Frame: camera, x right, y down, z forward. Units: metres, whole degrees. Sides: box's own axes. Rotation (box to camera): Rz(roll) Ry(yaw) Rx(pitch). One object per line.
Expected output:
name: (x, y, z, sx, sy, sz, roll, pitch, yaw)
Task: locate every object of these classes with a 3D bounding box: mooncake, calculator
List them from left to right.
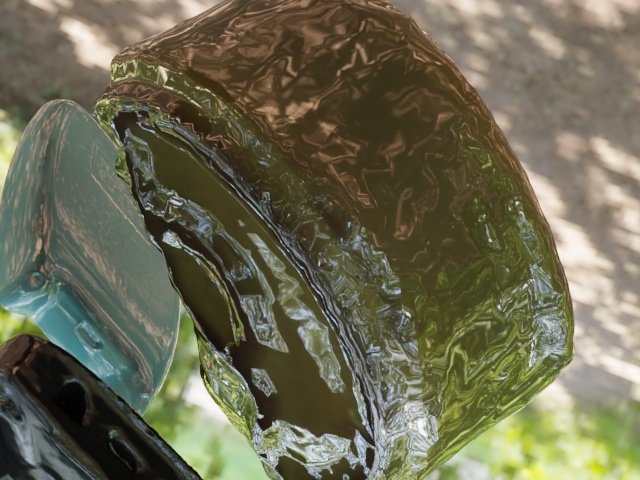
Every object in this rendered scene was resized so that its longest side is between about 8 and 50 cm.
calculator: (-0.224, 0.005, 1.820, 0.256, 0.054, 0.386, 53, -162, -27)
mooncake: (0.000, 0.000, 1.391, 0.394, 0.246, 0.393, 55, 158, 3)

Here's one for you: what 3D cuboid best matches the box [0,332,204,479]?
box: (-0.200, 0.220, 1.429, 0.290, 0.073, 0.289, 47, 141, -10)
